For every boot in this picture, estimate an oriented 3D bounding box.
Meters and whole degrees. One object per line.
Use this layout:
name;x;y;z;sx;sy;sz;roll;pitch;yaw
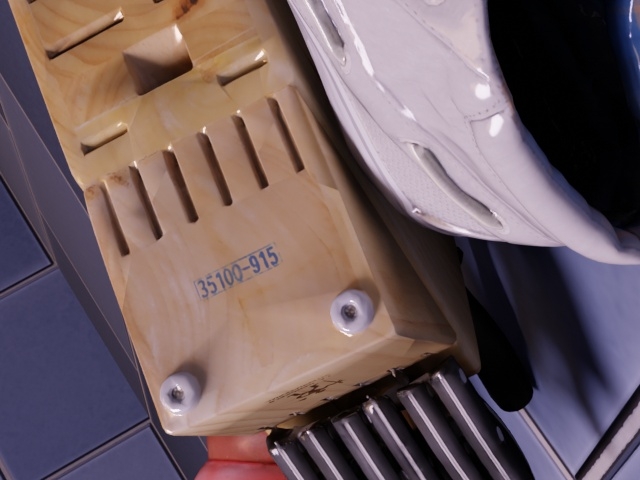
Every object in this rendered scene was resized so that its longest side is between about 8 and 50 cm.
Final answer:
boot;0.025;-0.107;0.416;0.258;0.095;0.123;57;163;-23

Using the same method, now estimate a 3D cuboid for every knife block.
knife block;0.000;0.000;0.596;0.275;0.088;0.242;68;-166;12

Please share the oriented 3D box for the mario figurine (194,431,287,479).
mario figurine;-0.004;0.019;0.767;0.198;0.170;0.320;-18;-91;-68
